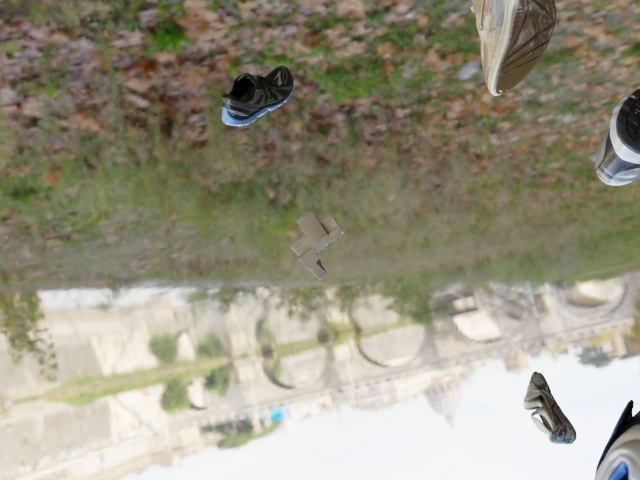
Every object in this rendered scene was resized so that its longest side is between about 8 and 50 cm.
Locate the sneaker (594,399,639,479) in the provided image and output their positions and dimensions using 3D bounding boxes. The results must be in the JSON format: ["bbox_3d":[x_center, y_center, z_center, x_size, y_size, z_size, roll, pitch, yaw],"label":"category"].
[{"bbox_3d":[0.414,0.353,1.247,0.236,0.130,0.322,-30,144,-39],"label":"sneaker"}]

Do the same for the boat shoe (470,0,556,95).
[{"bbox_3d":[0.308,-0.384,1.498,0.122,0.110,0.341,-31,149,-22],"label":"boat shoe"}]

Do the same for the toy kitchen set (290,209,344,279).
[{"bbox_3d":[0.000,0.000,1.486,0.083,0.068,0.075,-39,138,6],"label":"toy kitchen set"}]

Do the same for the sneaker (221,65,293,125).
[{"bbox_3d":[-0.113,-0.277,1.695,0.067,0.078,0.188,20,-138,31],"label":"sneaker"}]

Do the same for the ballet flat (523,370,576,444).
[{"bbox_3d":[0.266,0.199,1.106,0.041,0.041,0.114,-12,-144,-7],"label":"ballet flat"}]

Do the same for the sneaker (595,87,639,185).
[{"bbox_3d":[0.420,-0.156,1.106,0.272,0.100,0.108,-33,163,-27],"label":"sneaker"}]
